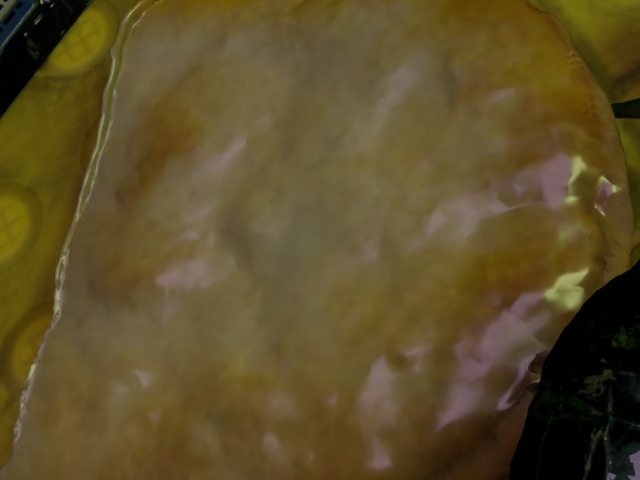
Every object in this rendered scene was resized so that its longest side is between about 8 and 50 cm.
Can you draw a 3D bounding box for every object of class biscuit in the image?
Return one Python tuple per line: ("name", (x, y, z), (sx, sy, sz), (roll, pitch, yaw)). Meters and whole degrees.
("biscuit", (0.000, 0.001, 1.017), (0.446, 0.104, 0.430), (-4, 65, 26))

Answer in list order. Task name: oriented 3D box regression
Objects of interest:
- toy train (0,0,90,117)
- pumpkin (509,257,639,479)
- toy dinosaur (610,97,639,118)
("toy train", (-0.285, -0.136, 1.240), (0.051, 0.052, 0.234), (31, 81, 35))
("pumpkin", (0.254, 0.134, 0.770), (0.315, 0.238, 0.315), (-1, 85, 7))
("toy dinosaur", (0.310, -0.166, 0.789), (0.447, 0.087, 0.301), (13, 99, 55))
